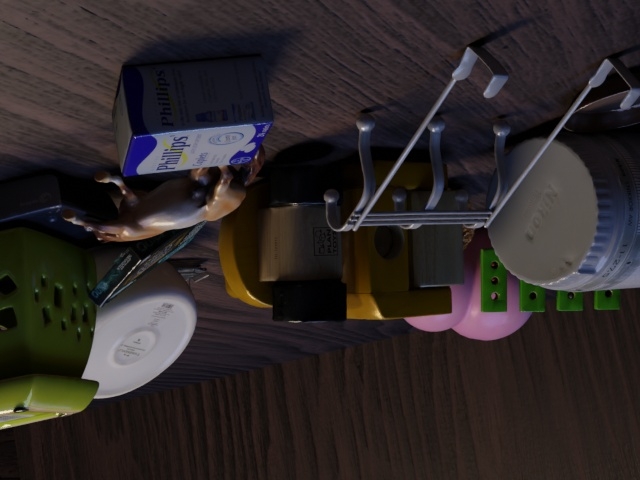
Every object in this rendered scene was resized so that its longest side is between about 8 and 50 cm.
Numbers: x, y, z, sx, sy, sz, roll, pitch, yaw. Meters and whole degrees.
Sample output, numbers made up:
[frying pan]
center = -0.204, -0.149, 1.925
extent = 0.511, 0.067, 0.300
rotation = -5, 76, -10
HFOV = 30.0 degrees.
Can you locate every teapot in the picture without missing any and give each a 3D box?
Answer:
[teapot]
center = -0.323, 0.096, 1.766
extent = 0.252, 0.187, 0.256
rotation = -26, 147, -24

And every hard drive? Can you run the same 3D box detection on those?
[hard drive]
center = -0.387, -0.018, 1.441
extent = 0.254, 0.054, 0.172
rotation = -15, 168, 17

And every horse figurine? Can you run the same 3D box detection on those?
[horse figurine]
center = -0.164, -0.053, 1.331
extent = 0.263, 0.066, 0.174
rotation = -23, 160, 10

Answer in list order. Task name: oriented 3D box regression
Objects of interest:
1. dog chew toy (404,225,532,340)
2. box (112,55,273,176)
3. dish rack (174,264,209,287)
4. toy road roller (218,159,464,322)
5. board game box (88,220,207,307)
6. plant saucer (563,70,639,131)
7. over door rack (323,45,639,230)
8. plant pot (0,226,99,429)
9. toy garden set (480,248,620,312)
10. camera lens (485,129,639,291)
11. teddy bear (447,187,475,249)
[dog chew toy]
center = 0.219, 0.075, 2.123
extent = 0.331, 0.207, 0.206
rotation = 2, 165, -21
[box]
center = -0.127, -0.119, 1.158
extent = 0.137, 0.072, 0.126
rotation = -7, 167, -16
[dish rack]
center = -0.320, 0.102, 2.035
extent = 0.208, 0.074, 0.271
rotation = -4, 166, -35
[toy road roller]
center = 0.012, 0.002, 1.593
extent = 0.329, 0.203, 0.240
rotation = -1, 179, -38
[board game box]
center = -0.203, 0.005, 1.513
extent = 0.126, 0.026, 0.186
rotation = -43, 178, 43
[plant saucer]
center = 0.379, -0.174, 1.470
extent = 0.168, 0.029, 0.168
rotation = -10, 168, -2
[over door rack]
center = 0.175, -0.124, 1.381
extent = 0.239, 0.108, 0.324
rotation = -3, 151, -36
[plant pot]
center = -0.400, 0.121, 1.445
extent = 0.227, 0.207, 0.228
rotation = -13, 168, 10
[toy garden set]
center = 0.388, 0.018, 2.040
extent = 0.244, 0.204, 0.049
rotation = 0, -179, -9
[camera lens]
center = 0.392, -0.042, 1.642
extent = 0.274, 0.219, 0.219
rotation = -2, 165, -38
[teddy bear]
center = 0.076, 0.024, 1.819
extent = 0.337, 0.113, 0.245
rotation = -3, 132, -8
